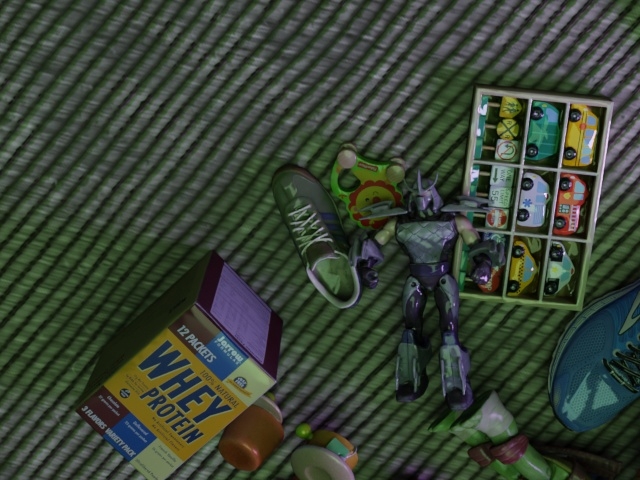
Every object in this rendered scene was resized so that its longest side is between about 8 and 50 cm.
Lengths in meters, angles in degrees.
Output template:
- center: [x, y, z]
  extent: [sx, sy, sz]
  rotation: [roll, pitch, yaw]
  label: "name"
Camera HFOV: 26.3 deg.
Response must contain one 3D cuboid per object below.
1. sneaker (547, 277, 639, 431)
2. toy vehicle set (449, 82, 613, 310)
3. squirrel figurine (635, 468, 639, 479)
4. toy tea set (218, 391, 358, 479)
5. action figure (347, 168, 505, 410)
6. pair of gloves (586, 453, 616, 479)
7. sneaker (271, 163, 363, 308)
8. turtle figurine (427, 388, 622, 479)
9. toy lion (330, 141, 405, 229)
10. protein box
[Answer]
- center: [0.404, 0.111, 1.663]
  extent: [0.130, 0.147, 0.330]
  rotation: [38, 105, -10]
  label: "sneaker"
- center: [0.253, -0.052, 1.673]
  extent: [0.166, 0.035, 0.266]
  rotation: [5, 107, 0]
  label: "toy vehicle set"
- center: [0.591, 0.239, 1.642]
  extent: [0.370, 0.397, 0.281]
  rotation: [-21, 69, -31]
  label: "squirrel figurine"
- center: [0.029, 0.306, 1.764]
  extent: [0.336, 0.124, 0.200]
  rotation: [48, 137, -14]
  label: "toy tea set"
- center: [0.133, 0.054, 1.647]
  extent: [0.185, 0.099, 0.285]
  rotation: [0, 102, 22]
  label: "action figure"
- center: [0.363, 0.371, 1.807]
  extent: [0.198, 0.023, 0.159]
  rotation: [38, 106, -6]
  label: "pair of gloves"
- center: [0.000, 0.000, 1.668]
  extent: [0.064, 0.086, 0.192]
  rotation: [-26, 105, 9]
  label: "sneaker"
- center: [0.232, 0.334, 1.702]
  extent: [0.275, 0.198, 0.266]
  rotation: [-41, 92, 15]
  label: "turtle figurine"
- center: [0.058, -0.062, 1.680]
  extent: [0.100, 0.034, 0.096]
  rotation: [17, 114, -4]
  label: "toy lion"
- center: [-0.164, 0.149, 1.656]
  extent: [0.200, 0.201, 0.136]
  rotation: [-42, 102, 12]
  label: "protein box"
